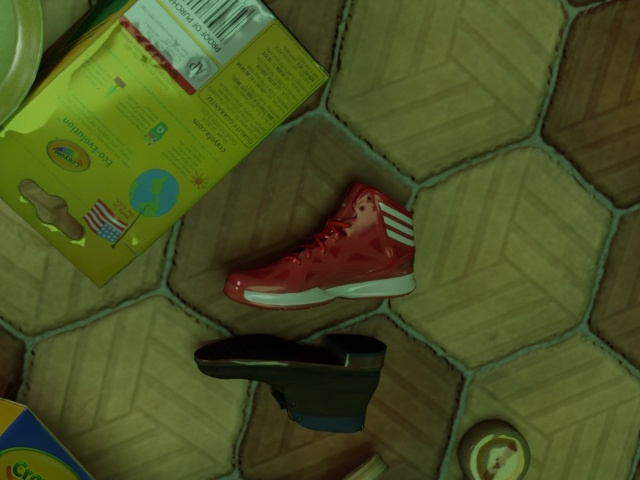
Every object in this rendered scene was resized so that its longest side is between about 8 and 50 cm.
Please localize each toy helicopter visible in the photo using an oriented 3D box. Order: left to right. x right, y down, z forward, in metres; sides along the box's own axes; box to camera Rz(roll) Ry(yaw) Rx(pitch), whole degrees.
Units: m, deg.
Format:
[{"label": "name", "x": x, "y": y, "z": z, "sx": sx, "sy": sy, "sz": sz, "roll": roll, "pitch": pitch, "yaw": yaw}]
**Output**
[{"label": "toy helicopter", "x": 0.163, "y": 0.383, "z": 1.896, "sx": 0.235, "sy": 0.140, "sz": 0.355, "roll": 9, "pitch": 98, "yaw": -11}]

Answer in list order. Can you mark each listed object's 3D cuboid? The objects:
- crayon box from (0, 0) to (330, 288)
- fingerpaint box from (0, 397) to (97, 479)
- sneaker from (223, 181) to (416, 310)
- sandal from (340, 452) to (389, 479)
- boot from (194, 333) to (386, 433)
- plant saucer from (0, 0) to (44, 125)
[{"label": "crayon box", "x": -0.176, "y": -0.132, "z": 1.582, "sx": 0.318, "sy": 0.081, "sz": 0.202, "roll": -42, "pitch": 117, "yaw": 2}, {"label": "fingerpaint box", "x": -0.319, "y": 0.438, "z": 1.646, "sx": 0.371, "sy": 0.163, "sz": 0.444, "roll": -49, "pitch": 120, "yaw": -24}, {"label": "sneaker", "x": 0.000, "y": 0.000, "z": 1.703, "sx": 0.221, "sy": 0.087, "sz": 0.128, "roll": -6, "pitch": 105, "yaw": -29}, {"label": "sandal", "x": -0.039, "y": 0.303, "z": 1.820, "sx": 0.240, "sy": 0.088, "sz": 0.079, "roll": -38, "pitch": 86, "yaw": -8}, {"label": "boot", "x": -0.035, "y": 0.163, "z": 1.747, "sx": 0.219, "sy": 0.082, "sz": 0.106, "roll": 1, "pitch": 108, "yaw": -20}, {"label": "plant saucer", "x": -0.380, "y": -0.199, "z": 1.490, "sx": 0.241, "sy": 0.037, "sz": 0.240, "roll": -2, "pitch": 99, "yaw": -13}]
